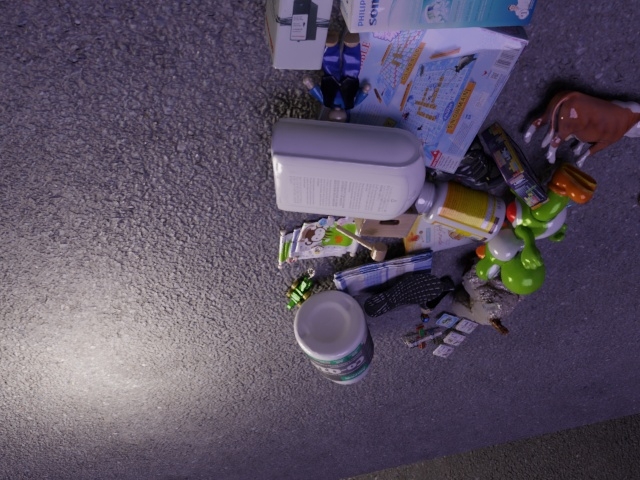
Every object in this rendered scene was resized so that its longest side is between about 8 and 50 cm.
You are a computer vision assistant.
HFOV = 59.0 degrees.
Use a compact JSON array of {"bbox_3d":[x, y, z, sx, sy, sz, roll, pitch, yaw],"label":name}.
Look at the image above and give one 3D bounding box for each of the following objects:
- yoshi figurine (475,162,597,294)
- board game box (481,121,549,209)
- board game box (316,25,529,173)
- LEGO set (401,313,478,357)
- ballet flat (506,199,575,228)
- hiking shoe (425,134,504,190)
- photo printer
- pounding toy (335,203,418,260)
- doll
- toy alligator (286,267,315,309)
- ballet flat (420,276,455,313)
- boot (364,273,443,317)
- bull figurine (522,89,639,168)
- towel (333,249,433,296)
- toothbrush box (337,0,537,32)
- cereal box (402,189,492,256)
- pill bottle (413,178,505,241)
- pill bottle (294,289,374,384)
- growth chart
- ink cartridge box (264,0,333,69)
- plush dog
[{"bbox_3d":[0.555,-0.004,1.430,0.203,0.203,0.362,21,122,-22],"label":"yoshi figurine"},{"bbox_3d":[0.449,-0.171,1.307,0.048,0.170,0.141,-36,134,27],"label":"board game box"},{"bbox_3d":[0.179,-0.304,1.106,0.318,0.066,0.318,14,135,-9],"label":"board game box"},{"bbox_3d":[0.407,0.314,1.972,0.244,0.060,0.182,20,118,-34],"label":"LEGO set"},{"bbox_3d":[0.583,-0.091,1.530,0.213,0.072,0.068,-28,110,16],"label":"ballet flat"},{"bbox_3d":[0.360,-0.188,1.329,0.227,0.086,0.114,5,137,-22],"label":"hiking shoe"},{"bbox_3d":[0.058,-0.139,1.169,0.307,0.107,0.256,6,157,2],"label":"photo printer"},{"bbox_3d":[0.130,-0.058,1.324,0.181,0.206,0.094,3,137,-17],"label":"pounding toy"},{"bbox_3d":[0.031,-0.295,1.052,0.129,0.046,0.189,3,141,3],"label":"doll"},{"bbox_3d":[-0.045,0.132,1.622,0.051,0.056,0.189,-34,162,-49],"label":"toy alligator"},{"bbox_3d":[0.365,0.181,1.784,0.057,0.049,0.173,8,136,-21],"label":"ballet flat"},{"bbox_3d":[0.253,0.157,1.684,0.246,0.083,0.161,-22,172,19],"label":"boot"},{"bbox_3d":[0.625,-0.260,1.305,0.310,0.101,0.188,9,137,-25],"label":"bull figurine"},{"bbox_3d":[0.182,0.105,1.620,0.285,0.034,0.209,-14,157,1],"label":"towel"},{"bbox_3d":[0.170,-0.438,0.889,0.295,0.216,0.126,-6,139,-7],"label":"toothbrush box"},{"bbox_3d":[0.338,-0.044,1.518,0.240,0.047,0.173,-13,140,1],"label":"cereal box"},{"bbox_3d":[0.329,-0.081,1.380,0.215,0.117,0.117,18,134,-7],"label":"pill bottle"},{"bbox_3d":[0.054,0.307,1.705,0.204,0.204,0.361,-16,151,4],"label":"pill bottle"},{"bbox_3d":[0.000,0.000,1.501,0.237,0.021,0.172,-8,139,-7],"label":"growth chart"},{"bbox_3d":[-0.035,-0.406,0.920,0.087,0.153,0.208,-1,140,-13],"label":"ink cartridge box"},{"bbox_3d":[0.551,0.154,1.719,0.225,0.210,0.262,-32,147,-22],"label":"plush dog"}]
